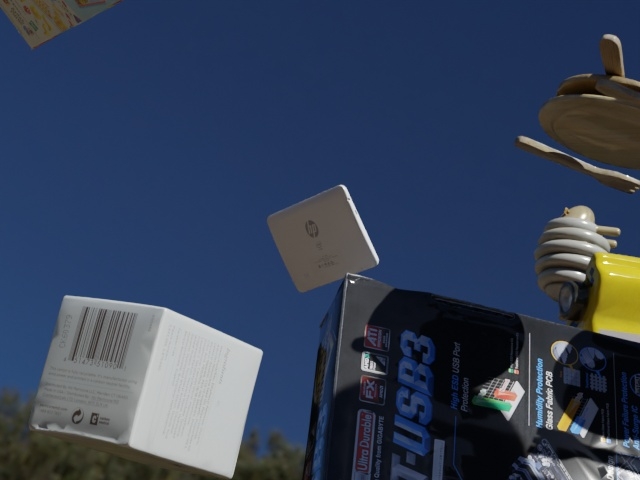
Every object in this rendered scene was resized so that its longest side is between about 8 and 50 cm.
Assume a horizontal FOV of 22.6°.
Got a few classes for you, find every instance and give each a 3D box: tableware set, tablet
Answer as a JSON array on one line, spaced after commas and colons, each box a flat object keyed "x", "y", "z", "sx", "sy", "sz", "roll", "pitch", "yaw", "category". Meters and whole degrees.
[{"x": 0.215, "y": -0.051, "z": 0.884, "sx": 0.194, "sy": 0.039, "sz": 0.128, "roll": 22, "pitch": -16, "yaw": -10, "category": "tableware set"}, {"x": 0.000, "y": 0.000, "z": 0.994, "sx": 0.083, "sy": 0.006, "sz": 0.054, "roll": -22, "pitch": -87, "yaw": 50, "category": "tablet"}]

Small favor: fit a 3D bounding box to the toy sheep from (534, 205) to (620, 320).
[{"x": 0.271, "y": 0.023, "z": 1.707, "sx": 0.091, "sy": 0.132, "sz": 0.091, "roll": 10, "pitch": -25, "yaw": 4, "category": "toy sheep"}]

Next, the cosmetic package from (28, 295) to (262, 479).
[{"x": -0.186, "y": 0.160, "z": 1.727, "sx": 0.151, "sy": 0.151, "sz": 0.184, "roll": 5, "pitch": -15, "yaw": 36, "category": "cosmetic package"}]

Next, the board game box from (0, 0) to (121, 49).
[{"x": -0.219, "y": -0.297, "z": 1.500, "sx": 0.144, "sy": 0.142, "sz": 0.275, "roll": 55, "pitch": -24, "yaw": -14, "category": "board game box"}]

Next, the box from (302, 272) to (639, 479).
[{"x": 0.132, "y": 0.181, "z": 0.877, "sx": 0.293, "sy": 0.295, "sz": 0.073, "roll": 12, "pitch": -39, "yaw": -8, "category": "box"}]

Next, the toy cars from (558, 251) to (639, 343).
[{"x": 0.338, "y": 0.053, "z": 1.371, "sx": 0.176, "sy": 0.394, "sz": 0.087, "roll": 51, "pitch": 9, "yaw": -29, "category": "toy cars"}]
